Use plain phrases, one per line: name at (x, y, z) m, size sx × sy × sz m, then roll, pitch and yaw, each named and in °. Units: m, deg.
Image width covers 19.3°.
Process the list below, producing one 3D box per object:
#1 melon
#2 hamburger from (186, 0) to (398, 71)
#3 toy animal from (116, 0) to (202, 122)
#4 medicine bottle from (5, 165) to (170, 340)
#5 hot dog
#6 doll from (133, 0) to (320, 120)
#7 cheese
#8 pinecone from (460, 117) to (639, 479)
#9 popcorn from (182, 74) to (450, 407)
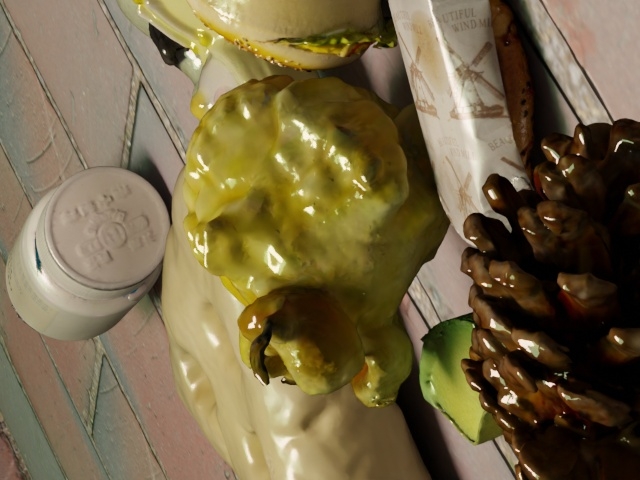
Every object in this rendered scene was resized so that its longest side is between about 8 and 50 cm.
melon at (0.134, 0.093, 1.109) m, size 0.209 × 0.064 × 0.118 m, roll 41°, pitch 147°, yaw 49°
hamburger at (-0.016, -0.152, 1.153) m, size 0.126 × 0.141 × 0.081 m, roll -88°, pitch 10°, yaw -59°
toy animal at (-0.108, -0.180, 1.413) m, size 0.225 × 0.094 × 0.121 m, roll 53°, pitch 167°, yaw 15°
medicine bottle at (-0.233, 0.015, 1.885) m, size 0.143 × 0.143 × 0.258 m, roll 66°, pitch 162°, yaw 4°
hot dog at (0.084, -0.087, 1.059) m, size 0.099 × 0.053 × 0.192 m, roll 8°, pitch 116°, yaw 67°
doll at (-0.073, -0.159, 1.265) m, size 0.141 × 0.117 × 0.296 m, roll -22°, pitch 83°, yaw 68°
cheese at (-0.011, 0.101, 1.395) m, size 0.351 × 0.130 × 0.328 m, roll 51°, pitch 156°, yaw 41°
pinecone at (0.141, 0.039, 0.882) m, size 0.179 × 0.150 × 0.195 m, roll -112°, pitch 8°, yaw -69°
popcorn at (-0.010, -0.004, 1.144) m, size 0.173 × 0.168 × 0.195 m, roll 89°, pitch -164°, yaw -84°
